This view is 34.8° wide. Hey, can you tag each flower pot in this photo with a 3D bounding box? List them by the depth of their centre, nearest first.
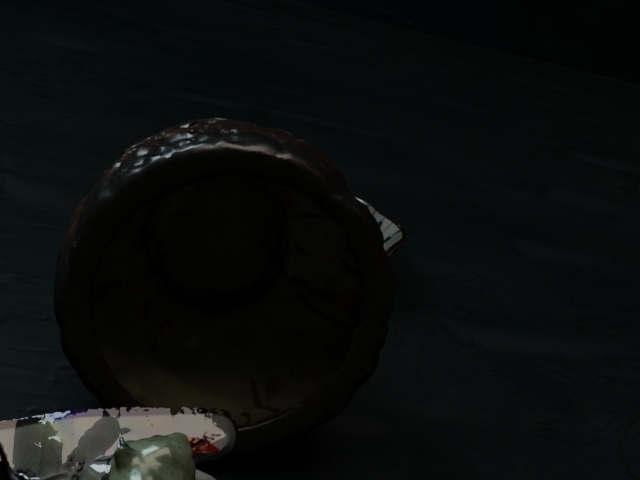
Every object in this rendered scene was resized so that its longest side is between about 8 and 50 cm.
[{"bbox_3d":[-0.087,0.010,0.891,0.266,0.267,0.267,12,17,-12],"label":"flower pot"}]

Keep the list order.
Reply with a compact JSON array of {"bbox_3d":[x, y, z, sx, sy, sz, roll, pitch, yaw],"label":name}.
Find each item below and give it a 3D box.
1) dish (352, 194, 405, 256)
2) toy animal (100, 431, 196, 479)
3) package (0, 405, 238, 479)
[{"bbox_3d":[0.000,0.000,1.172,0.190,0.066,0.191,14,24,-6],"label":"dish"},{"bbox_3d":[-0.088,0.211,0.607,0.121,0.094,0.225,11,51,-17],"label":"toy animal"},{"bbox_3d":[-0.157,0.188,0.693,0.269,0.071,0.194,-8,40,-29],"label":"package"}]
